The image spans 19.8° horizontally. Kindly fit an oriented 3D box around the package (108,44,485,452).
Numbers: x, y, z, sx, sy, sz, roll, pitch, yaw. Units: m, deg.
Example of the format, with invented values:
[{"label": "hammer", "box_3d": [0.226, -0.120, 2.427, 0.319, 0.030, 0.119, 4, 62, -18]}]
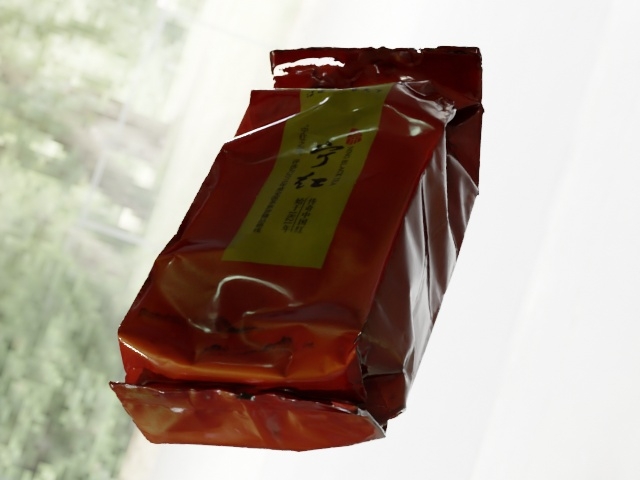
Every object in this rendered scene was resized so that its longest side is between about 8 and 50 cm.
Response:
[{"label": "package", "box_3d": [0.000, 0.000, 1.355, 0.423, 0.196, 0.123, -68, -26, -50]}]
